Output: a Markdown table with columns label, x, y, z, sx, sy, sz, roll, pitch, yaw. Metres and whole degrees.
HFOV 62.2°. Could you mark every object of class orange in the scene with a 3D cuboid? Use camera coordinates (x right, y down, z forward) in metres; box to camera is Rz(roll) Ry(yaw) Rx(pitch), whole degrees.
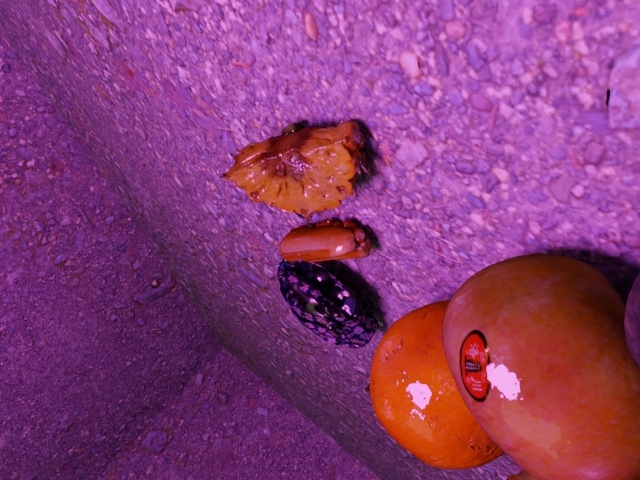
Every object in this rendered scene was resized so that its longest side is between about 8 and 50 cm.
| label | x | y | z | sx | sy | sz | roll | pitch | yaw |
| --- | --- | --- | --- | --- | --- | --- | --- | --- | --- |
| orange | 0.193 | 0.215 | 0.804 | 0.246 | 0.246 | 0.246 | 37 | 157 | 19 |

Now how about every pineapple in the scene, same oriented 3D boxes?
| label | x | y | z | sx | sy | sz | roll | pitch | yaw |
| --- | --- | --- | --- | --- | --- | --- | --- | --- | --- |
| pineapple | -0.021 | -0.090 | 0.781 | 0.233 | 0.080 | 0.135 | -3 | 141 | 33 |

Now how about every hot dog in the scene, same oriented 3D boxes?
| label | x | y | z | sx | sy | sz | roll | pitch | yaw |
| --- | --- | --- | --- | --- | --- | --- | --- | --- | --- |
| hot dog | 0.000 | 0.000 | 0.974 | 0.249 | 0.102 | 0.076 | -7 | 84 | 60 |

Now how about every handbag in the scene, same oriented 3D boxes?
| label | x | y | z | sx | sy | sz | roll | pitch | yaw |
| --- | --- | --- | --- | --- | --- | --- | --- | --- | --- |
| handbag | 0.007 | 0.129 | 1.106 | 0.228 | 0.127 | 0.208 | 30 | 168 | 36 |

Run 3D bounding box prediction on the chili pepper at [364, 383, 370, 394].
| label | x | y | z | sx | sy | sz | roll | pitch | yaw |
| --- | --- | --- | --- | --- | --- | --- | --- | --- | --- |
| chili pepper | 0.214 | 0.451 | 1.439 | 0.201 | 0.052 | 0.050 | 40 | 132 | 11 |

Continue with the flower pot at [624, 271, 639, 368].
| label | x | y | z | sx | sy | sz | roll | pitch | yaw |
| --- | --- | --- | --- | --- | --- | --- | --- | --- | --- |
| flower pot | 0.333 | 0.071 | 0.388 | 0.235 | 0.235 | 0.148 | 50 | 176 | -14 |

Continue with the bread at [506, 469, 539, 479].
| label | x | y | z | sx | sy | sz | roll | pitch | yaw |
| --- | --- | --- | --- | --- | --- | --- | --- | --- | --- |
| bread | 0.477 | 0.552 | 1.123 | 0.160 | 0.088 | 0.233 | 36 | 160 | 32 |

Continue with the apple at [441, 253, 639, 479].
| label | x | y | z | sx | sy | sz | roll | pitch | yaw |
| --- | --- | --- | --- | --- | --- | --- | --- | --- | --- |
| apple | 0.257 | 0.134 | 0.580 | 0.261 | 0.194 | 0.261 | 43 | -160 | -20 |

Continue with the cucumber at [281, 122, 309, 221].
| label | x | y | z | sx | sy | sz | roll | pitch | yaw |
| --- | --- | --- | --- | --- | --- | --- | --- | --- | --- |
| cucumber | -0.039 | -0.107 | 0.888 | 0.056 | 0.056 | 0.250 | 34 | 153 | 24 |
